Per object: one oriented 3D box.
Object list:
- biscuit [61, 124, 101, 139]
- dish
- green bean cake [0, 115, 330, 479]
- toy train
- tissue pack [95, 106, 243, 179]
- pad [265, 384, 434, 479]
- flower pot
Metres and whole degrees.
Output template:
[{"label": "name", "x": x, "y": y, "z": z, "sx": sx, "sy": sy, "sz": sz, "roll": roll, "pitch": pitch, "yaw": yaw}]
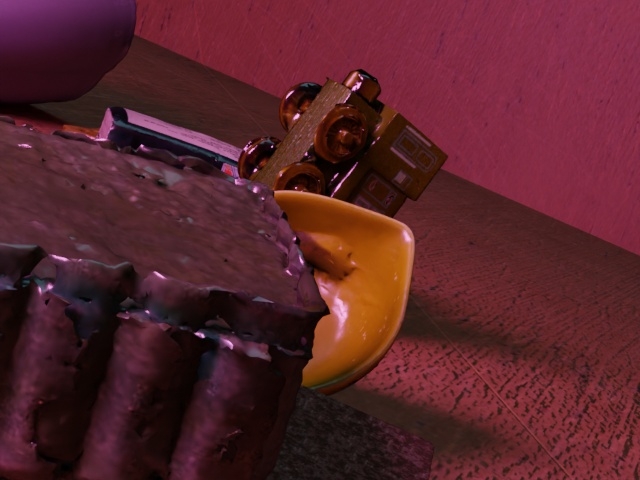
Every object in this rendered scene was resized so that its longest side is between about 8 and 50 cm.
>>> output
[{"label": "biscuit", "x": -0.168, "y": -0.074, "z": 1.503, "sx": 0.249, "sy": 0.035, "sz": 0.184, "roll": 27, "pitch": 11, "yaw": 23}, {"label": "dish", "x": -0.030, "y": 0.052, "z": 0.908, "sx": 0.208, "sy": 0.080, "sz": 0.149, "roll": -23, "pitch": 66, "yaw": -19}, {"label": "green bean cake", "x": -0.139, "y": 0.026, "z": 0.699, "sx": 0.255, "sy": 0.132, "sz": 0.241, "roll": 11, "pitch": 21, "yaw": -16}, {"label": "toy train", "x": -0.005, "y": -0.033, "z": 1.150, "sx": 0.137, "sy": 0.225, "sz": 0.090, "roll": 36, "pitch": 2, "yaw": -37}, {"label": "tissue pack", "x": -0.143, "y": -0.066, "z": 1.352, "sx": 0.170, "sy": 0.090, "sz": 0.103, "roll": 18, "pitch": 10, "yaw": -15}, {"label": "pad", "x": -0.051, "y": 0.106, "z": 0.773, "sx": 0.235, "sy": 0.003, "sz": 0.158, "roll": 23, "pitch": 23, "yaw": 5}, {"label": "flower pot", "x": -0.383, "y": -0.268, "z": 1.551, "sx": 0.265, "sy": 0.265, "sz": 0.243, "roll": 25, "pitch": 24, "yaw": 16}]
